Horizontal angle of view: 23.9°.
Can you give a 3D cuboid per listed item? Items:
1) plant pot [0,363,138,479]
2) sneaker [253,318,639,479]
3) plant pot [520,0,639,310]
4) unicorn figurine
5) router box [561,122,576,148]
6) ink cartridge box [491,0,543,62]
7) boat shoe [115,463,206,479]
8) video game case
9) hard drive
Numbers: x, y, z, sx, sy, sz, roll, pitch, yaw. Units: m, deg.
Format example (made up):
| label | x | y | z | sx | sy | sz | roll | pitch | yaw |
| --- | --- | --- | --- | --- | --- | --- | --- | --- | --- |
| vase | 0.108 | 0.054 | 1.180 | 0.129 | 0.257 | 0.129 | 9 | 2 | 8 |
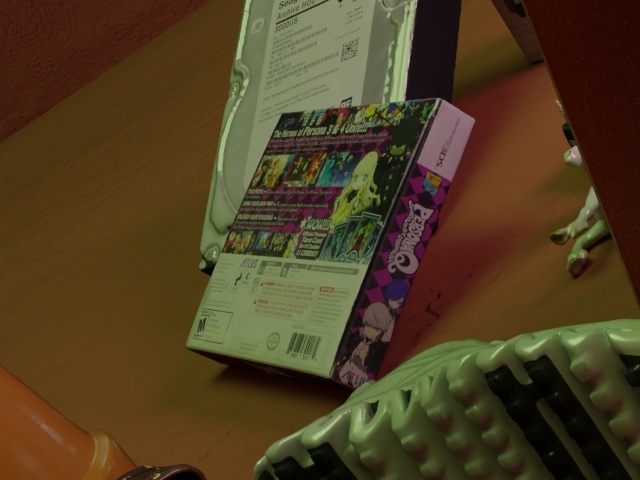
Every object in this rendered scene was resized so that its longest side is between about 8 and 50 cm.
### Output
| label | x | y | z | sx | sy | sz | roll | pitch | yaw |
| --- | --- | --- | --- | --- | --- | --- | --- | --- | --- |
| plant pot | -0.251 | 0.169 | 1.050 | 0.205 | 0.188 | 0.205 | -32 | 18 | 12 |
| sneaker | 0.096 | 0.088 | 0.788 | 0.292 | 0.110 | 0.118 | -19 | 15 | 39 |
| plant pot | 0.282 | -0.115 | 0.746 | 0.236 | 0.267 | 0.267 | -4 | 34 | 36 |
| unicorn figurine | 0.197 | -0.029 | 0.980 | 0.162 | 0.060 | 0.111 | 11 | 46 | 44 |
| router box | 0.246 | -0.102 | 1.084 | 0.122 | 0.038 | 0.092 | -40 | 18 | -14 |
| ink cartridge box | 0.199 | -0.256 | 1.372 | 0.063 | 0.150 | 0.109 | -11 | 30 | 51 |
| boat shoe | -0.140 | 0.211 | 0.935 | 0.073 | 0.073 | 0.207 | -23 | 22 | 39 |
| video game case | 0.000 | 0.000 | 1.121 | 0.232 | 0.042 | 0.210 | 2 | 68 | 60 |
| hard drive | 0.012 | -0.139 | 1.314 | 0.237 | 0.064 | 0.339 | -17 | 54 | 42 |
